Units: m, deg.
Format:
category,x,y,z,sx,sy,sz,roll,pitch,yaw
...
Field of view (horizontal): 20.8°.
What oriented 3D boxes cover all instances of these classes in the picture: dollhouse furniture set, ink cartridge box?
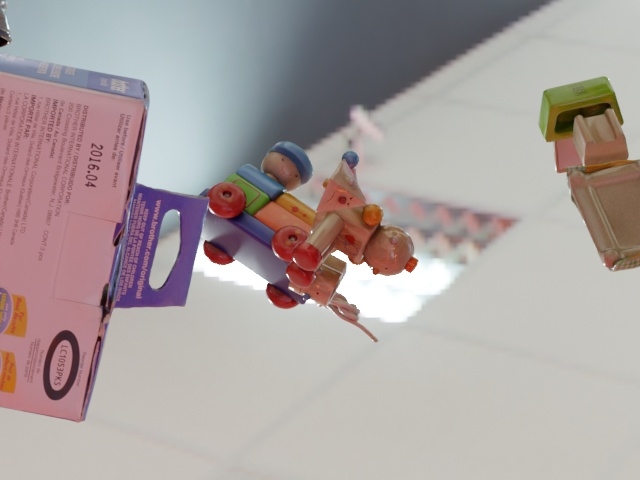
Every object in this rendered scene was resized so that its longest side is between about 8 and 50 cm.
category,x,y,z,sx,sy,sz,roll,pitch,yaw
dollhouse furniture set,0.373,-0.041,1.937,0.198,0.151,0.301,-13,-137,-1
ink cartridge box,-0.292,-0.018,1.388,0.396,0.270,0.151,12,-168,-7

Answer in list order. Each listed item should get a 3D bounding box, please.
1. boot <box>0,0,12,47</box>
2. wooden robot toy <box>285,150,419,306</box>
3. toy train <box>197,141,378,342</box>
category,x,y,z,sx,sy,sz,roll,pitch,yaw
boot,-0.394,-0.309,1.843,0.083,0.161,0.246,-13,157,20
wooden robot toy,0.026,0.011,1.201,0.079,0.173,0.076,27,-120,6
toy train,0.000,0.000,1.842,0.248,0.105,0.143,33,-123,17
